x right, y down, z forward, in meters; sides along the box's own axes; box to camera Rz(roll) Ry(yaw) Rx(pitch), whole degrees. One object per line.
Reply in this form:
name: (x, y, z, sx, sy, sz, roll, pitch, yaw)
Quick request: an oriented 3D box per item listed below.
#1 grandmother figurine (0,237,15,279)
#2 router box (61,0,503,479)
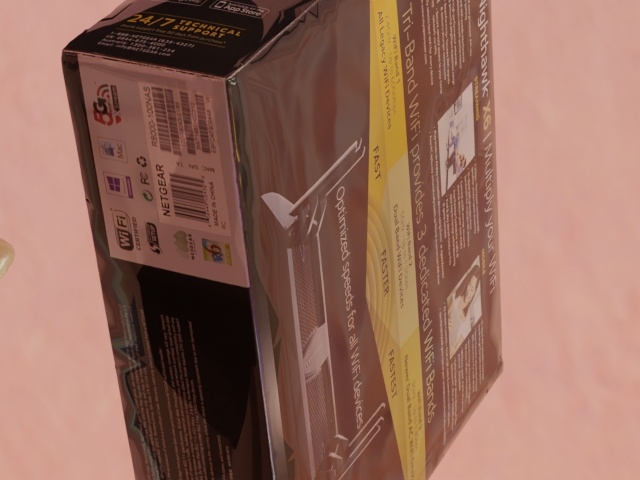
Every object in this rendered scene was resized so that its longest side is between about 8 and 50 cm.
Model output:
grandmother figurine: (-0.351, -0.083, 1.407, 0.208, 0.104, 0.342, 14, 148, 35)
router box: (0.000, 0.000, 0.865, 0.081, 0.243, 0.308, 12, 126, 26)
